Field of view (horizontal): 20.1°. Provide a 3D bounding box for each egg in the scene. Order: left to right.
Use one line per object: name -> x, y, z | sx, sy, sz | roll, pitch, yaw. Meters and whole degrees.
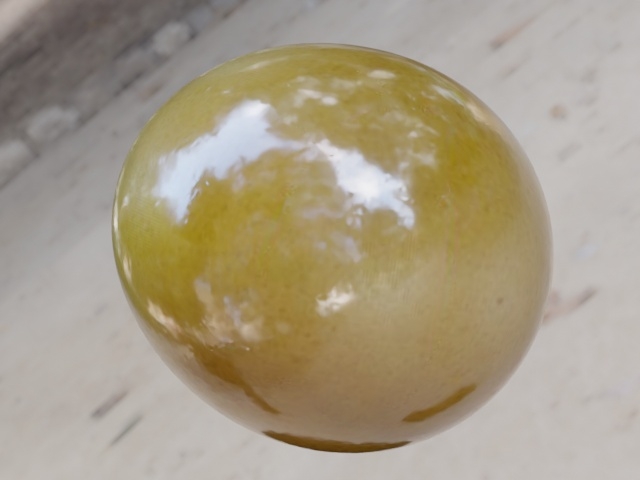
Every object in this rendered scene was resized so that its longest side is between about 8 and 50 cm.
egg -> 0.000, 0.000, 1.134 | 0.250, 0.250, 0.322 | -45, 32, -15
